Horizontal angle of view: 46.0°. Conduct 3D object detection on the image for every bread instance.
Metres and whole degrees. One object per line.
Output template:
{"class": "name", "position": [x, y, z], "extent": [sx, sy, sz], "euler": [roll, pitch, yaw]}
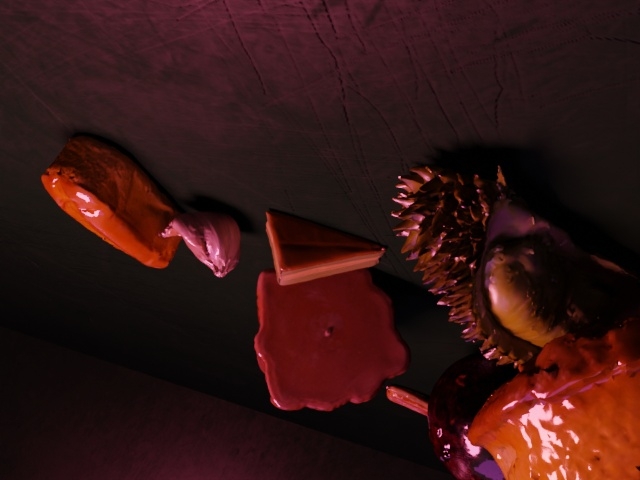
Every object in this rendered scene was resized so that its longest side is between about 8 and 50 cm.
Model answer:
{"class": "bread", "position": [0.005, -0.001, 0.974], "extent": [0.139, 0.084, 0.074], "euler": [-12, 161, -7]}
{"class": "bread", "position": [0.349, 0.196, 0.744], "extent": [0.397, 0.215, 0.398], "euler": [-11, 150, -6]}
{"class": "bread", "position": [-0.267, -0.042, 0.997], "extent": [0.102, 0.094, 0.245], "euler": [16, 161, 24]}

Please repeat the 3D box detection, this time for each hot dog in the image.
{"class": "hot dog", "position": [0.208, 0.355, 1.689], "extent": [0.133, 0.041, 0.056], "euler": [24, 152, 1]}

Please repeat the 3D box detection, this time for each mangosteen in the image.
{"class": "mangosteen", "position": [0.300, 0.279, 1.188], "extent": [0.265, 0.228, 0.228], "euler": [-17, 164, -13]}

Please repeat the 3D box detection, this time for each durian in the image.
{"class": "durian", "position": [0.203, 0.023, 0.773], "extent": [0.351, 0.158, 0.169], "euler": [31, 122, -32]}

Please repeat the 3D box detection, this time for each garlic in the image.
{"class": "garlic", "position": [-0.147, -0.003, 1.005], "extent": [0.094, 0.074, 0.113], "euler": [48, -158, 25]}

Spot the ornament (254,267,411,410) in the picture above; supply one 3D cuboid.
{"class": "ornament", "position": [-0.003, 0.153, 1.098], "extent": [0.235, 0.221, 0.217], "euler": [27, 164, 1]}
